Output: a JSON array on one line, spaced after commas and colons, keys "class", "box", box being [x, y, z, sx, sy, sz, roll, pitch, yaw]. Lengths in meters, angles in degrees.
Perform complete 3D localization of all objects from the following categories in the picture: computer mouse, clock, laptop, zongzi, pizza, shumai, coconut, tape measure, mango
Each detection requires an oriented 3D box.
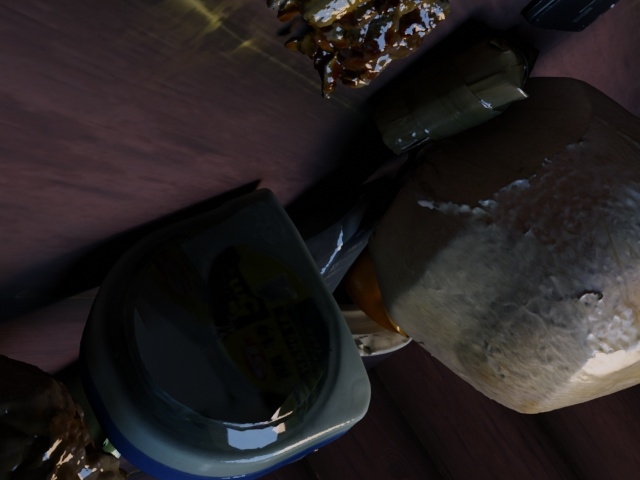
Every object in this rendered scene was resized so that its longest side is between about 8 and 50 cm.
[{"class": "computer mouse", "box": [0.000, 0.000, 1.367, 0.379, 0.090, 0.167, -51, 171, 23]}, {"class": "clock", "box": [0.013, 0.094, 1.571, 0.236, 0.236, 0.053, -17, 117, -52]}, {"class": "laptop", "box": [0.314, -0.285, 1.167, 0.207, 0.026, 0.154, -39, 167, 29]}, {"class": "zongzi", "box": [0.140, -0.154, 1.169, 0.160, 0.078, 0.176, -22, -172, 21]}, {"class": "pizza", "box": [0.035, -0.159, 0.851, 0.154, 0.069, 0.194, -31, 166, -15]}, {"class": "shumai", "box": [-0.314, 0.221, 1.049, 0.346, 0.217, 0.283, -38, 161, 20]}, {"class": "coconut", "box": [0.254, 0.011, 1.238, 0.346, 0.360, 0.346, -54, 176, -6]}, {"class": "tape measure", "box": [-0.100, 0.102, 1.117, 0.262, 0.259, 0.138, -18, 161, -35]}, {"class": "mango", "box": [0.108, 0.025, 1.530, 0.187, 0.138, 0.257, -10, -163, -15]}]

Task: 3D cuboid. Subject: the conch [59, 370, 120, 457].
[{"class": "conch", "box": [-0.274, 0.223, 1.401, 0.251, 0.137, 0.143, -37, 166, 19]}]
